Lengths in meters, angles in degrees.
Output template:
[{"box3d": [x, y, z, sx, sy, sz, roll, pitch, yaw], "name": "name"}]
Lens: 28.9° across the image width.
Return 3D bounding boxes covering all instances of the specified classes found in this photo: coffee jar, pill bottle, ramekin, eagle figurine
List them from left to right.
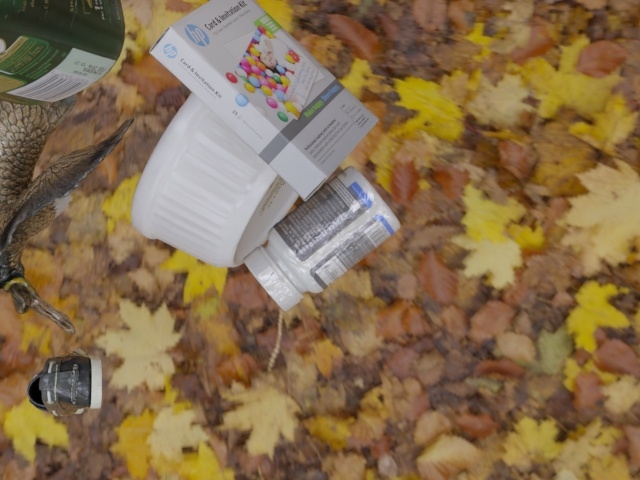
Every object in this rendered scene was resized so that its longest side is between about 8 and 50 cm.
[{"box3d": [-0.157, -0.108, 0.489, 0.079, 0.184, 0.096, -21, 84, 19], "name": "coffee jar"}, {"box3d": [-0.386, -0.061, 1.626, 0.226, 0.225, 0.298, 15, 114, -8], "name": "eagle figurine"}, {"box3d": [-0.093, -0.090, 1.452, 0.127, 0.273, 0.272, 34, 96, 8], "name": "ramekin"}, {"box3d": [0.000, 0.000, 1.166, 0.137, 0.078, 0.078, -38, 104, 0], "name": "pill bottle"}]

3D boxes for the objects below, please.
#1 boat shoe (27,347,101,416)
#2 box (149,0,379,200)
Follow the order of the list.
[{"box3d": [-0.325, 0.176, 1.533, 0.079, 0.233, 0.084, -4, 83, -20], "name": "boat shoe"}, {"box3d": [-0.045, -0.137, 1.113, 0.186, 0.145, 0.038, 43, 123, -2], "name": "box"}]
